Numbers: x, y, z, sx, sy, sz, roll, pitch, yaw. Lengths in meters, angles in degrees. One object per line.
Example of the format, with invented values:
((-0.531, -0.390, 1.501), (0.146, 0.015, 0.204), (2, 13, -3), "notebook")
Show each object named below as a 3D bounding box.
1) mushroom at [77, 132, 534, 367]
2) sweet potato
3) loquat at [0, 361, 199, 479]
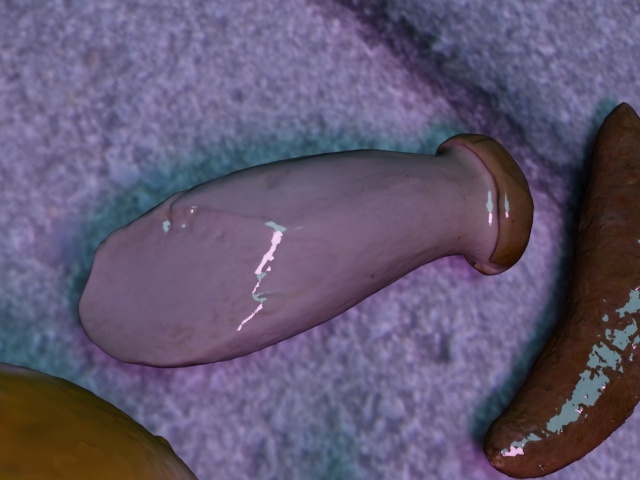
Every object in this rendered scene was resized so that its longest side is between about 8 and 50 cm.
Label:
((0.000, 0.000, 0.856), (0.350, 0.128, 0.128), (-13, 77, -27), "mushroom")
((0.229, 0.041, 0.937), (0.114, 0.092, 0.341), (22, 65, 6), "sweet potato")
((-0.193, 0.206, 0.629), (0.328, 0.328, 0.359), (9, 30, -17), "loquat")
